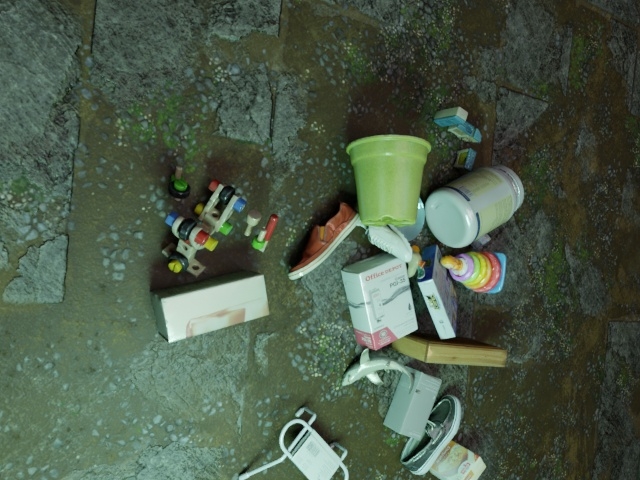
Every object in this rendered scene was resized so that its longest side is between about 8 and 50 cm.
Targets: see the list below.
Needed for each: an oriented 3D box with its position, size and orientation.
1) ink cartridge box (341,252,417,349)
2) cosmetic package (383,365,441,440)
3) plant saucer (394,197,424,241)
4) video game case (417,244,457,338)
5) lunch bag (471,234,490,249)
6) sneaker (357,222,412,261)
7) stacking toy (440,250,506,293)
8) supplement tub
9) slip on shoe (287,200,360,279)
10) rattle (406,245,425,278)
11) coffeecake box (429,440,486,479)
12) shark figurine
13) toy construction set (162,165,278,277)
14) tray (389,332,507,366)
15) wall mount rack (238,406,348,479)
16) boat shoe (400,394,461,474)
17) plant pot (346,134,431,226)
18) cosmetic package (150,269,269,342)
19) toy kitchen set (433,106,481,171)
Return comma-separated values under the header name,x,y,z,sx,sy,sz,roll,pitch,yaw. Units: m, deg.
name,x,y,z,sx,sy,sz,roll,pitch,yaw
ink cartridge box,0.209,0.207,1.749,0.207,0.117,0.283,-19,103,-28
cosmetic package,0.346,0.611,1.872,0.127,0.107,0.238,27,77,-32
plant saucer,0.298,-0.092,1.825,0.194,0.037,0.195,-3,96,-31
video game case,0.435,0.183,1.827,0.245,0.061,0.270,64,25,-17
lunch bag,0.633,-0.012,2.014,0.071,0.053,0.083,-25,67,-37
sneaker,0.221,-0.005,1.710,0.094,0.235,0.090,-29,152,-23
stacking toy,0.556,0.103,1.886,0.301,0.175,0.166,13,85,-41
supplement tub,0.581,-0.137,1.873,0.324,0.235,0.236,-27,107,-26
slip on shoe,0.000,0.000,1.621,0.101,0.123,0.331,45,69,-7
rattle,0.353,0.076,1.774,0.142,0.199,0.130,12,84,-29
coffeecake box,0.526,0.880,1.948,0.142,0.185,0.068,-42,113,-21
shark figurine,0.219,0.439,1.773,0.277,0.116,0.167,5,108,-6
toy construction set,-0.300,-0.011,1.402,0.308,0.258,0.237,15,131,-15
tray,0.486,0.408,1.878,0.410,0.202,0.076,10,88,-31
wall mount rack,-0.076,0.735,1.625,0.304,0.130,0.350,-45,114,-24
boat shoe,0.428,0.740,1.916,0.119,0.121,0.335,39,77,-31
plant pot,0.220,-0.178,1.614,0.275,0.276,0.254,4,83,-31
cosmetic package,-0.314,0.180,1.422,0.295,0.153,0.129,-11,99,-28
toy kitchen set,0.527,-0.379,1.888,0.207,0.122,0.166,22,83,-30
